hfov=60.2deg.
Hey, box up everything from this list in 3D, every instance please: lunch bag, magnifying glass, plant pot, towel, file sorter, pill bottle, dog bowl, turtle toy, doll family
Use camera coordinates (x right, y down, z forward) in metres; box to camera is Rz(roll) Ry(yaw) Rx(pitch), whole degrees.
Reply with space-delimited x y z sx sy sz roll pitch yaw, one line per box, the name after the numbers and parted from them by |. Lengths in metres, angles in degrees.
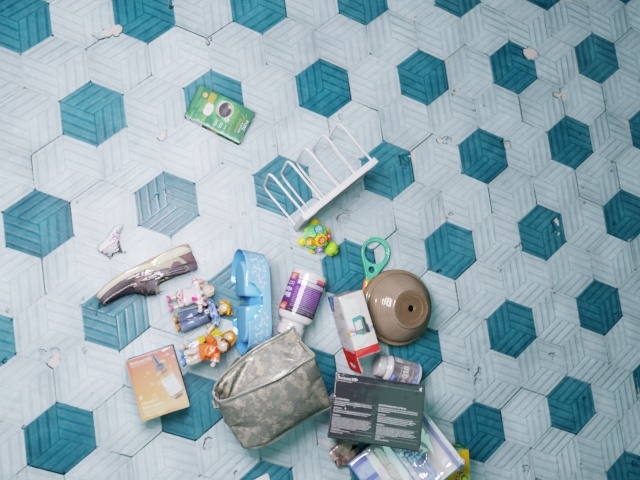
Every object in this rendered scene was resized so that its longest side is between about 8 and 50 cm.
-0.141 0.414 1.505 0.287 0.169 0.235 -28 128 -15 | lunch bag
0.157 0.101 1.724 0.092 0.026 0.231 16 81 -11 | magnifying glass
0.249 0.205 1.679 0.237 0.110 0.237 1 86 -19 | plant pot
0.251 0.650 1.608 0.285 0.034 0.209 -35 73 -8 | towel
-0.007 -0.190 1.634 0.277 0.193 0.173 -39 90 -14 | file sorter
0.232 0.396 1.682 0.137 0.078 0.078 18 80 -11 | pill bottle
-0.061 0.186 1.621 0.108 0.108 0.193 22 79 -10 | pill bottle
-0.196 0.171 1.569 0.074 0.166 0.297 -1 84 -25 | dog bowl
0.000 0.000 1.669 0.130 0.066 0.095 37 86 -33 | turtle toy
-0.326 0.238 1.566 0.163 0.118 0.263 -17 70 -8 | doll family

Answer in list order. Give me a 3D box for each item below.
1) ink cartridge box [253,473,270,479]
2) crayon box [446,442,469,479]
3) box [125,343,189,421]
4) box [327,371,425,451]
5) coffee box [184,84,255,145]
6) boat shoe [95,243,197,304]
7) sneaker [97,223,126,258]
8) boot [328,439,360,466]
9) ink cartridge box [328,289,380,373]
-0.286 0.866 1.527 0.385 0.091 0.308 -15 87 -31 | ink cartridge box
0.361 0.768 1.670 0.165 0.081 0.278 1 83 -12 | crayon box
-0.446 0.388 1.518 0.130 0.091 0.170 -17 88 -14 | box
0.161 0.493 1.596 0.261 0.103 0.184 8 75 5 | box
-0.303 -0.375 1.659 0.184 0.040 0.113 24 80 -9 | coffee box
-0.477 0.109 1.537 0.285 0.103 0.092 -30 87 -20 | boat shoe
-0.573 0.007 1.559 0.069 0.038 0.098 40 86 -8 | sneaker
0.062 0.610 1.639 0.087 0.042 0.118 -26 90 -12 | boot
0.103 0.268 1.637 0.078 0.134 0.231 -16 89 -15 | ink cartridge box
